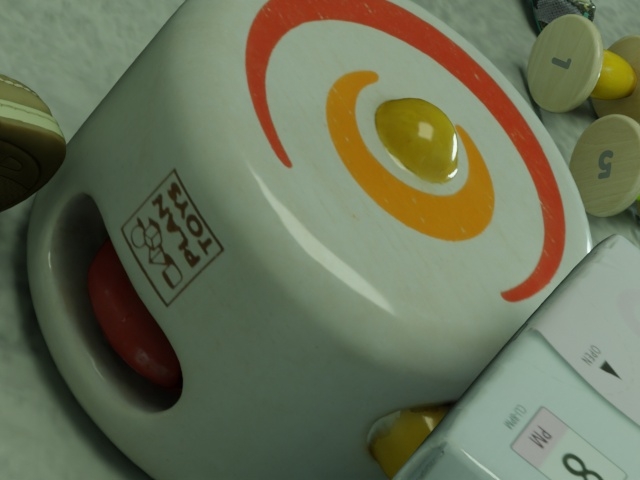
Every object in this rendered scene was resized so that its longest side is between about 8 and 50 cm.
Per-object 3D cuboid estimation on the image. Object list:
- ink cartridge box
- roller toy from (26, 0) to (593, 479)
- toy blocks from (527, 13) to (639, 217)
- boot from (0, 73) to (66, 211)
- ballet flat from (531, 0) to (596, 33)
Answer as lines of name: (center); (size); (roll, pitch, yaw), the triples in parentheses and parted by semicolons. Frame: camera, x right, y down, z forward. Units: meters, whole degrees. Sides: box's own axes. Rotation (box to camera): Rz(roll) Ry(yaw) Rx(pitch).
ink cartridge box: (0.139, 0.112, 0.580); (0.232, 0.066, 0.189); (36, 26, 8)
roller toy: (0.000, 0.000, 0.742); (0.191, 0.146, 0.209); (31, 39, -18)
toy blocks: (0.190, -0.053, 1.053); (0.148, 0.054, 0.123); (11, 47, -37)
boot: (-0.200, -0.088, 0.695); (0.213, 0.077, 0.165); (5, 50, -35)
ballet flat: (0.129, -0.161, 1.108); (0.041, 0.041, 0.114); (11, 48, -37)
